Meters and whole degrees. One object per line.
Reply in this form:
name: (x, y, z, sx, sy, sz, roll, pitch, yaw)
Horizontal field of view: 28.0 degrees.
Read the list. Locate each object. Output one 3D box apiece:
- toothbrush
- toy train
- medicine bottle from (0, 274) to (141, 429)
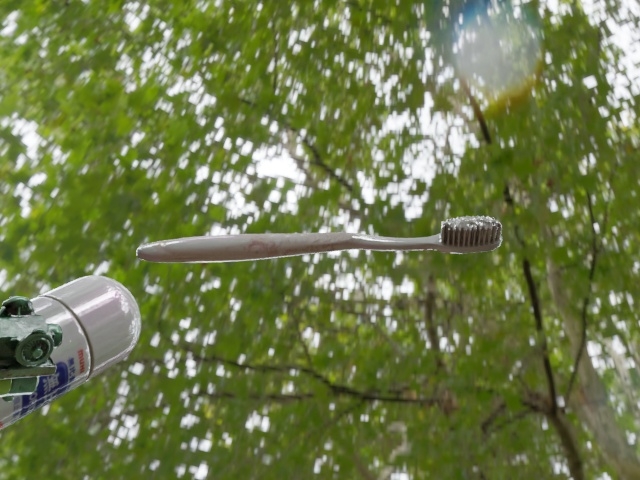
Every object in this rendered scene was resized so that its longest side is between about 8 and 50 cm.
toothbrush: (0.000, 0.000, 1.071, 0.307, 0.025, 0.029, -3, -44, -2)
toy train: (-0.390, 0.135, 1.439, 0.200, 0.083, 0.132, 2, -58, -39)
medicine bottle: (-0.370, 0.148, 1.622, 0.130, 0.341, 0.130, 19, -59, 33)
